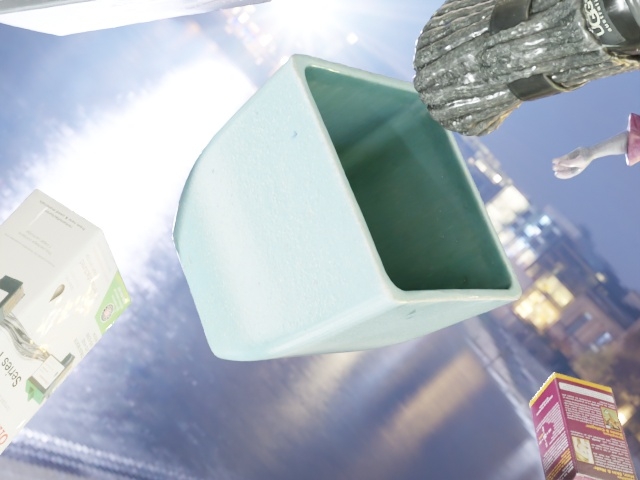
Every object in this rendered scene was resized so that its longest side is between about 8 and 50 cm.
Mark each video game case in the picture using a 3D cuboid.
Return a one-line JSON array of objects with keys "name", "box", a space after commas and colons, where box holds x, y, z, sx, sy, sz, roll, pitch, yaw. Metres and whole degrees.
[{"name": "video game case", "box": [-0.134, -0.189, 0.855, 0.274, 0.196, 0.026, -107, -173, -83]}]

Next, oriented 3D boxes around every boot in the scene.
[{"name": "boot", "box": [0.260, -0.206, 0.909, 0.260, 0.348, 0.131, -20, -88, 54]}]

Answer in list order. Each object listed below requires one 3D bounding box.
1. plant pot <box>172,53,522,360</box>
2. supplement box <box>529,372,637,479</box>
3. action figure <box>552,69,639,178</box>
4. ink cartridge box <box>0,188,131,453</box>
[{"name": "plant pot", "box": [0.000, 0.000, 1.107, 0.247, 0.252, 0.248, 2, 62, -53]}, {"name": "supplement box", "box": [0.380, 0.297, 1.614, 0.104, 0.081, 0.188, 16, 40, -15]}, {"name": "action figure", "box": [0.438, -0.197, 1.342, 0.248, 0.275, 0.370, -28, -110, 63]}, {"name": "ink cartridge box", "box": [-0.300, 0.085, 1.087, 0.092, 0.219, 0.160, 29, -25, 19]}]
